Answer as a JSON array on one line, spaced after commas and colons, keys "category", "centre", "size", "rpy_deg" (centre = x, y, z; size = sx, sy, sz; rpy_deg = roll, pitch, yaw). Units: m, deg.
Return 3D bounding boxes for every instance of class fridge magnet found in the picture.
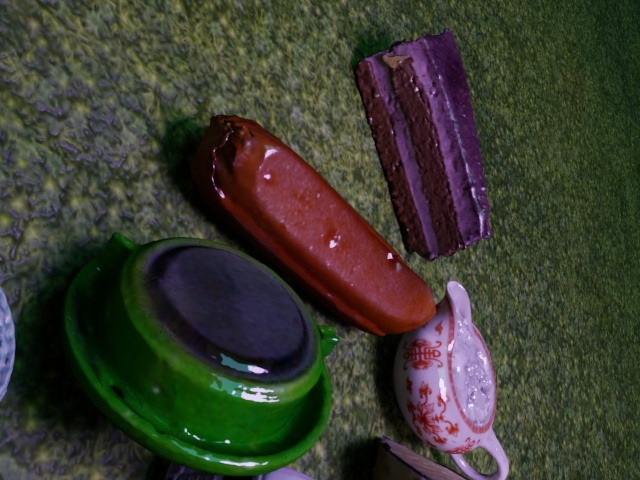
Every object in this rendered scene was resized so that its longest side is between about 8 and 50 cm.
[{"category": "fridge magnet", "centre": [-0.080, 0.073, 0.548], "size": [0.208, 0.088, 0.208], "rpy_deg": [26, 29, -16]}]

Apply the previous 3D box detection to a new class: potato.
[{"category": "potato", "centre": [0.116, 0.293, 0.773], "size": [0.117, 0.182, 0.202], "rpy_deg": [-63, 170, -6]}]

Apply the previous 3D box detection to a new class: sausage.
[{"category": "sausage", "centre": [0.000, 0.000, 0.735], "size": [0.330, 0.102, 0.102], "rpy_deg": [42, 47, -38]}]

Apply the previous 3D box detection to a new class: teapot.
[{"category": "teapot", "centre": [0.149, 0.170, 0.874], "size": [0.245, 0.116, 0.159], "rpy_deg": [64, 24, -13]}]

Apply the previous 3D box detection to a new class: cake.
[{"category": "cake", "centre": [0.126, -0.124, 0.943], "size": [0.113, 0.116, 0.295], "rpy_deg": [0, 76, -51]}]

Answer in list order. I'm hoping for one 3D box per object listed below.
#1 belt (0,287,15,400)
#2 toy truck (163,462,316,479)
[{"category": "belt", "centre": [-0.241, 0.060, 0.386], "size": [0.147, 0.082, 0.163], "rpy_deg": [57, 38, -19]}, {"category": "toy truck", "centre": [0.001, 0.261, 0.590], "size": [0.268, 0.155, 0.124], "rpy_deg": [45, 46, -37]}]
